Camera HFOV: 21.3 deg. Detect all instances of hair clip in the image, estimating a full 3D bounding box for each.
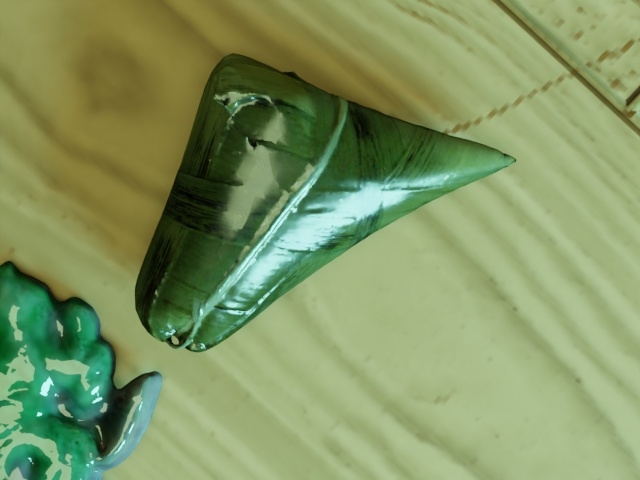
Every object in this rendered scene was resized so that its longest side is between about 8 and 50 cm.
[{"bbox_3d":[-0.125,0.106,0.617,0.124,0.052,0.195,17,88,-11],"label":"hair clip"}]

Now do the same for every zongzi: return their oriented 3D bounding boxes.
[{"bbox_3d":[0.000,0.000,0.600,0.113,0.052,0.104,18,104,-14],"label":"zongzi"}]
